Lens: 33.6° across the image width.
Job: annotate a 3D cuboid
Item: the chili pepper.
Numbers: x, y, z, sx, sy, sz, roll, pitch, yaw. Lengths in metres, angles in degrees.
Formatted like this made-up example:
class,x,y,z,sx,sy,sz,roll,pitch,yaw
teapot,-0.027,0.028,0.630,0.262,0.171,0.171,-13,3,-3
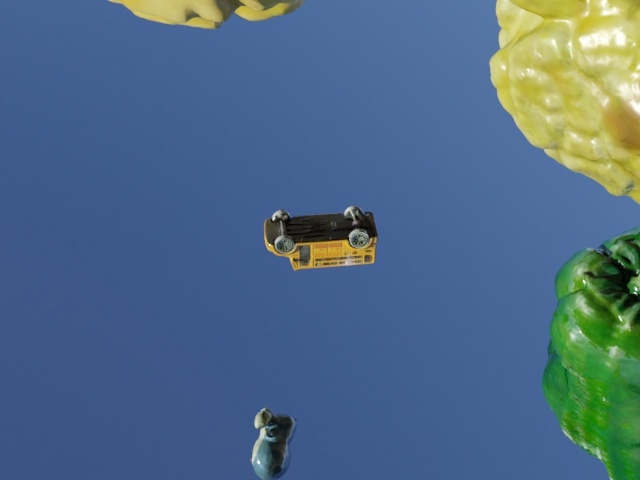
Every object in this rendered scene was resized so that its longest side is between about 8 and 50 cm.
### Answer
class,x,y,z,sx,sy,sz,roll,pitch,yaw
chili pepper,0.307,0.133,1.032,0.167,0.385,0.213,17,-120,29

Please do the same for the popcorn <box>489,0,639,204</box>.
class,x,y,z,sx,sy,sz,roll,pitch,yaw
popcorn,0.228,-0.130,0.697,0.181,0.217,0.235,-47,-66,-20

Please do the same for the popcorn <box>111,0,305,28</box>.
class,x,y,z,sx,sy,sz,roll,pitch,yaw
popcorn,-0.051,-0.254,0.606,0.332,0.265,0.225,-2,-165,-16

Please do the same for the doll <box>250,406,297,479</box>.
class,x,y,z,sx,sy,sz,roll,pitch,yaw
doll,-0.058,0.241,1.247,0.050,0.076,0.083,9,-98,6

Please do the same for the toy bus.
class,x,y,z,sx,sy,sz,roll,pitch,yaw
toy bus,0.000,0.000,1.548,0.162,0.074,0.069,-4,-141,-4
